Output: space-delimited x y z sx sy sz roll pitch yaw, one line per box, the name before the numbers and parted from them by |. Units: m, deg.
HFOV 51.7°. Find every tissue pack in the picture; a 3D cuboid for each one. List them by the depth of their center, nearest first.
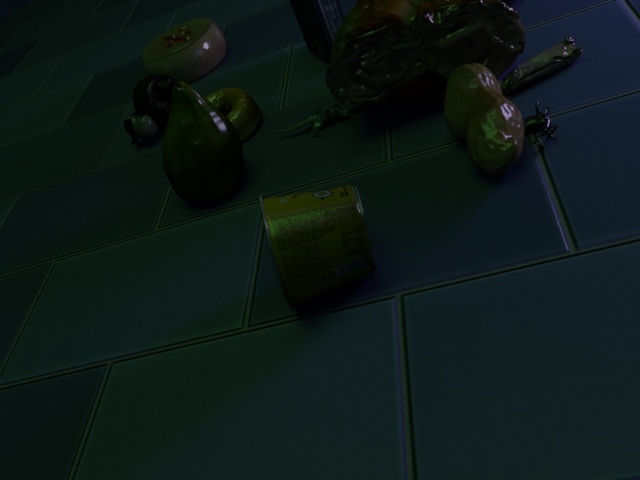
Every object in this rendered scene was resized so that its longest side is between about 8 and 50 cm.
tissue pack | -0.011 -0.563 1.572 0.081 0.257 0.185 -30 38 -7

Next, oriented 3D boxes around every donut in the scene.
donut | -0.226 -0.285 1.529 0.174 0.075 0.190 -22 38 7

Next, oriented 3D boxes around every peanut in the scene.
peanut | 0.277 -0.207 1.117 0.101 0.117 0.263 5 38 -17

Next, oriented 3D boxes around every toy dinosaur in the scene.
toy dinosaur | 0.006 -0.266 1.404 0.187 0.044 0.106 -12 25 39

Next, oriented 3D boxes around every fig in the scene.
fig | -0.237 -0.194 1.338 0.167 0.234 0.167 3 7 0

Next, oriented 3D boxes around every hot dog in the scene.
hot dog | 0.187 -0.415 1.343 0.367 0.196 0.365 -13 35 7

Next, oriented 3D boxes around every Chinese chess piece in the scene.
Chinese chess piece | -0.395 -0.545 1.911 0.250 0.097 0.251 -17 38 14

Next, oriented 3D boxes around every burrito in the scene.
burrito | 0.405 -0.323 1.226 0.171 0.042 0.051 -26 41 -3

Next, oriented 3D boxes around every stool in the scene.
stool | -0.410 -0.331 1.657 0.121 0.125 0.217 9 60 36

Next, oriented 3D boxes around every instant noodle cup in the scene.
instant noodle cup | 0.000 0.000 0.999 0.144 0.182 0.182 -15 38 0

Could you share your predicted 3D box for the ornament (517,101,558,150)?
ornament | 0.357 -0.189 1.110 0.073 0.028 0.125 -13 38 17
